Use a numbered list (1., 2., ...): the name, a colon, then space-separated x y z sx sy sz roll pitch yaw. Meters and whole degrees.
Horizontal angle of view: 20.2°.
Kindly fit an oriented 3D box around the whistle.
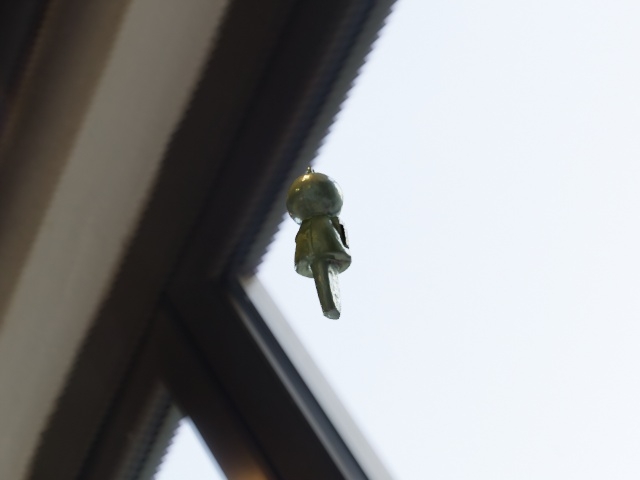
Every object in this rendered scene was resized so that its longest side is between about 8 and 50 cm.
1. whistle: 0.000 0.000 1.052 0.035 0.100 0.035 -6 -29 -4
